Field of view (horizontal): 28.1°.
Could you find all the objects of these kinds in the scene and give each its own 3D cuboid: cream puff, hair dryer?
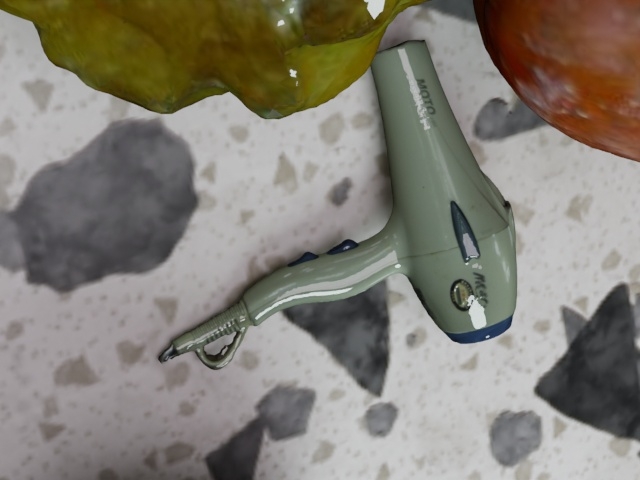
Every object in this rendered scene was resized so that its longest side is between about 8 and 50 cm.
[{"bbox_3d":[-0.043,-0.190,0.522,0.282,0.282,0.185,53,37,-25],"label":"cream puff"},{"bbox_3d":[0.006,-0.020,0.686,0.199,0.067,0.167,-5,96,-8],"label":"hair dryer"}]

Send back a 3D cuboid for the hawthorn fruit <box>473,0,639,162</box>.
[{"bbox_3d":[0.181,-0.141,0.633,0.231,0.263,0.235,-5,71,-57],"label":"hawthorn fruit"}]
